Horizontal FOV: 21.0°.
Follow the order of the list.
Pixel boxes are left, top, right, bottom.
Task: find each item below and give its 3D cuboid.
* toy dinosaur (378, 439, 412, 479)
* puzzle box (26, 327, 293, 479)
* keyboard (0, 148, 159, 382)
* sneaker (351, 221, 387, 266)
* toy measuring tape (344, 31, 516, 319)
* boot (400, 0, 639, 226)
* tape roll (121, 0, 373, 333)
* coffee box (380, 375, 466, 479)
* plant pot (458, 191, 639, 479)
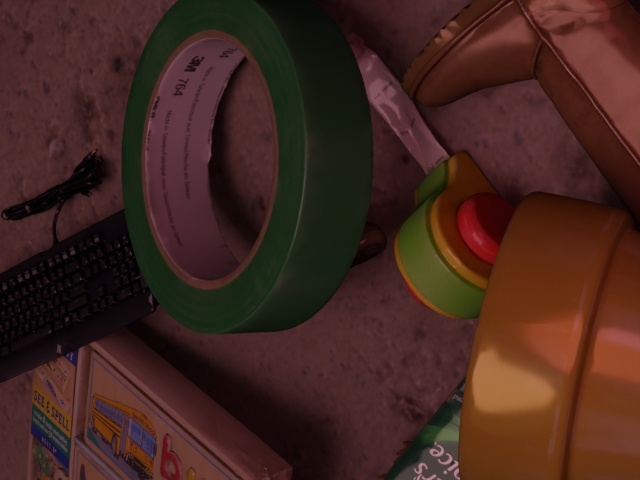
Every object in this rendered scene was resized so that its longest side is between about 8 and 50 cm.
[{"bbox_3d":[0.118,0.248,1.676,0.112,0.064,0.211,41,137,-13],"label":"toy dinosaur"},{"bbox_3d":[-0.186,0.256,1.845,0.409,0.052,0.272,34,125,42],"label":"puzzle box"},{"bbox_3d":[-0.289,0.025,1.867,0.317,0.033,0.202,-25,67,38],"label":"keyboard"},{"bbox_3d":[0.000,0.000,1.622,0.071,0.066,0.188,67,155,4],"label":"sneaker"},{"bbox_3d":[0.089,-0.039,1.540,0.330,0.121,0.121,54,131,8],"label":"toy measuring tape"},{"bbox_3d":[0.215,-0.097,1.436,0.269,0.089,0.236,53,134,6],"label":"boot"},{"bbox_3d":[-0.076,-0.074,1.602,0.321,0.077,0.321,1,92,55],"label":"tape roll"},{"bbox_3d":[0.146,0.201,1.595,0.113,0.040,0.184,44,107,16],"label":"coffee box"},{"bbox_3d":[0.255,0.105,1.353,0.239,0.254,0.254,11,115,16],"label":"plant pot"}]
